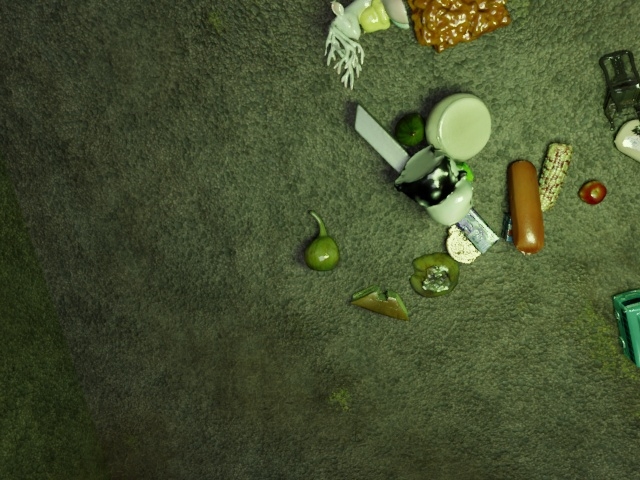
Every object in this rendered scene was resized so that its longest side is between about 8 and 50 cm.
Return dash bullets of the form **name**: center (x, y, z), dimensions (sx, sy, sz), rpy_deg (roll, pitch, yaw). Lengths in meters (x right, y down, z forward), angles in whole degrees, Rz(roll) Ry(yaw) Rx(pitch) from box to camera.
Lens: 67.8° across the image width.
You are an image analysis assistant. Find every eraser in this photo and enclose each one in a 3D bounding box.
- **eraser**: center (0.240, -0.345, 1.730), dimensions (0.352, 0.111, 0.077), rpy_deg (44, 110, -5)

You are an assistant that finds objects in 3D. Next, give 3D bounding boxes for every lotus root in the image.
- **lotus root**: center (0.443, 0.145, 1.854), dimensions (0.203, 0.078, 0.183), rpy_deg (-20, 101, 16)

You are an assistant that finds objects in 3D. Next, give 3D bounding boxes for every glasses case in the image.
- **glasses case**: center (1.149, -0.298, 1.608), dimensions (0.314, 0.075, 0.122), rpy_deg (30, 106, 2)

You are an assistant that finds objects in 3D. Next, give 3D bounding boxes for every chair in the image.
- **chair**: center (0.999, -0.498, 1.580), dimensions (0.106, 0.113, 0.229), rpy_deg (-10, 66, 15)

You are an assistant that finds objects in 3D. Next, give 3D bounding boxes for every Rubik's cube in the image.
- **Rubik's cube**: center (0.722, -0.048, 1.743), dimensions (0.092, 0.092, 0.092), rpy_deg (5, 107, 8)

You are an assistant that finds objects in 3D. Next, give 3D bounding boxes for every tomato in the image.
- **tomato**: center (0.962, -0.167, 1.679), dimensions (0.087, 0.075, 0.087), rpy_deg (2, 102, 10)

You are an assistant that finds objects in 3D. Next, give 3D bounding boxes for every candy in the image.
- **candy**: center (0.524, -0.093, 1.751), dimensions (0.088, 0.061, 0.312), rpy_deg (-42, 84, 17)

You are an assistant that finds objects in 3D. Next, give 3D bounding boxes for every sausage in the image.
- **sausage**: center (0.711, -0.124, 1.653), dimensions (0.097, 0.094, 0.349), rpy_deg (-2, 73, 11)

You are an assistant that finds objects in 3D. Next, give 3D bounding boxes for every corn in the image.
- **corn**: center (0.819, -0.218, 1.683), dimensions (0.086, 0.086, 0.254), rpy_deg (10, 108, 6)

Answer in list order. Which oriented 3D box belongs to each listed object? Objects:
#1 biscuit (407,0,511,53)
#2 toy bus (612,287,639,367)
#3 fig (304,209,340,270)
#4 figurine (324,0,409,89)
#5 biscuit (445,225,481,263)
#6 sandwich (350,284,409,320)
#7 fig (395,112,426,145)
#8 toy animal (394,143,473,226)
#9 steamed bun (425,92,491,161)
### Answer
- **biscuit**: center (0.440, -0.805, 1.567), dimensions (0.318, 0.110, 0.312), rpy_deg (-18, 103, 14)
- **toy bus**: center (1.174, 0.320, 1.745), dimensions (0.128, 0.147, 0.256), rpy_deg (-16, 103, 12)
- **fig**: center (0.000, 0.000, 1.882), dimensions (0.149, 0.149, 0.246), rpy_deg (-5, 85, 11)
- **figurine**: center (0.142, -0.699, 1.607), dimensions (0.315, 0.206, 0.285), rpy_deg (-17, 91, 18)
- **biscuit**: center (0.551, -0.003, 1.807), dimensions (0.170, 0.050, 0.170), rpy_deg (1, 93, 10)
- **sandwich**: center (0.247, 0.238, 1.906), dimensions (0.244, 0.090, 0.088), rpy_deg (16, 112, 8)
- **fig**: center (0.322, -0.378, 1.675), dimensions (0.117, 0.177, 0.117), rpy_deg (0, 120, 0)
- **toy animal**: center (0.412, -0.182, 1.612), dimensions (0.266, 0.213, 0.212), rpy_deg (34, 110, -25)
- **steamed bun**: center (0.467, -0.394, 1.654), dimensions (0.231, 0.145, 0.232), rpy_deg (-6, 112, -14)
